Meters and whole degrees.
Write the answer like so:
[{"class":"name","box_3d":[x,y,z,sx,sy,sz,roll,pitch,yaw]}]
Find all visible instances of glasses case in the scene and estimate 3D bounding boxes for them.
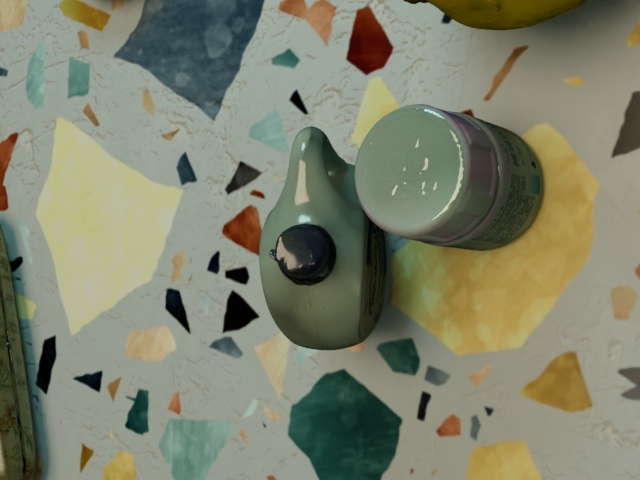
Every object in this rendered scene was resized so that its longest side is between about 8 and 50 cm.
[{"class":"glasses case","box_3d":[-0.490,0.164,1.485,0.156,0.098,0.426,-20,75,30]}]

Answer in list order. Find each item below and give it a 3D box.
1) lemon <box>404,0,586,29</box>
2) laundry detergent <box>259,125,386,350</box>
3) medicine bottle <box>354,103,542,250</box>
[{"class":"lemon","box_3d":[0.177,-0.343,0.950,0.297,0.297,0.297,-3,85,35]},{"class":"laundry detergent","box_3d":[0.000,0.000,1.038,0.105,0.280,0.215,-2,83,11]},{"class":"medicine bottle","box_3d":[0.126,-0.058,1.027,0.135,0.168,0.135,-2,86,35]}]
